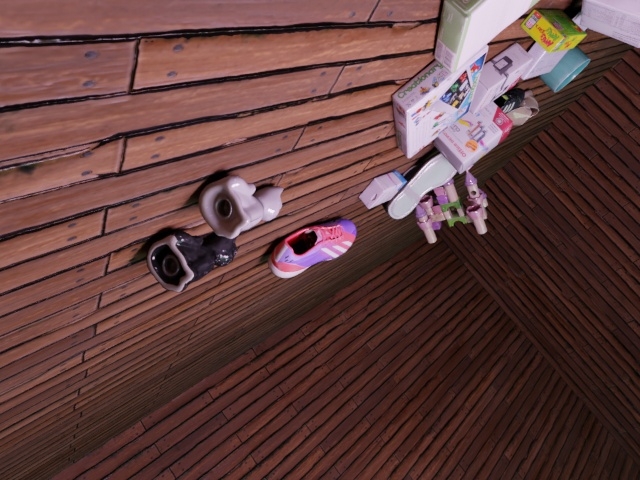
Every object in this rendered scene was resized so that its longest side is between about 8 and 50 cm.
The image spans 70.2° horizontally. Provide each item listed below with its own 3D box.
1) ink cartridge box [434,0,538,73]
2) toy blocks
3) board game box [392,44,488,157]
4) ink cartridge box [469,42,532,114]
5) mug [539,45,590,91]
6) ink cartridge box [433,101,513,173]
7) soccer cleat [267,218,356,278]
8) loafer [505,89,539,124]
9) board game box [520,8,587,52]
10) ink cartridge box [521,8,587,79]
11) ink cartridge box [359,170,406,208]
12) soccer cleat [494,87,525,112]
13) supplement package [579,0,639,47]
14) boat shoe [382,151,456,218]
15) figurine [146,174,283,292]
[{"bbox_3d":[0.300,-0.406,0.752,0.235,0.056,0.171,-42,168,1],"label":"ink cartridge box"},{"bbox_3d":[0.566,-0.190,1.992,0.289,0.260,0.309,-13,-151,32],"label":"toy blocks"},{"bbox_3d":[0.253,-0.299,1.000,0.193,0.053,0.305,-38,168,4],"label":"board game box"},{"bbox_3d":[0.425,-0.395,1.119,0.150,0.063,0.109,-36,168,-10],"label":"ink cartridge box"},{"bbox_3d":[0.750,-0.542,1.425,0.129,0.097,0.158,-41,168,11],"label":"mug"},{"bbox_3d":[0.433,-0.304,1.312,0.176,0.128,0.127,-40,167,7],"label":"ink cartridge box"},{"bbox_3d":[0.000,0.000,1.253,0.318,0.108,0.116,-25,158,-38],"label":"soccer cleat"},{"bbox_3d":[0.673,-0.442,1.578,0.269,0.092,0.102,-32,166,-25],"label":"loafer"},{"bbox_3d":[0.540,-0.486,1.050,0.181,0.092,0.043,-27,164,-42],"label":"board game box"},{"bbox_3d":[0.649,-0.550,1.229,0.223,0.045,0.224,-27,160,-42],"label":"ink cartridge box"},{"bbox_3d":[0.183,-0.150,1.338,0.122,0.052,0.088,-27,163,-46],"label":"ink cartridge box"},{"bbox_3d":[0.579,-0.434,1.424,0.179,0.060,0.072,-32,165,-13],"label":"soccer cleat"},{"bbox_3d":[0.676,-0.551,0.960,0.203,0.149,0.194,-13,134,-62],"label":"supplement package"},{"bbox_3d":[0.320,-0.201,1.469,0.303,0.091,0.114,-38,124,6],"label":"boat shoe"},{"bbox_3d":[-0.162,-0.021,0.791,0.215,0.092,0.209,-43,175,16],"label":"figurine"}]
